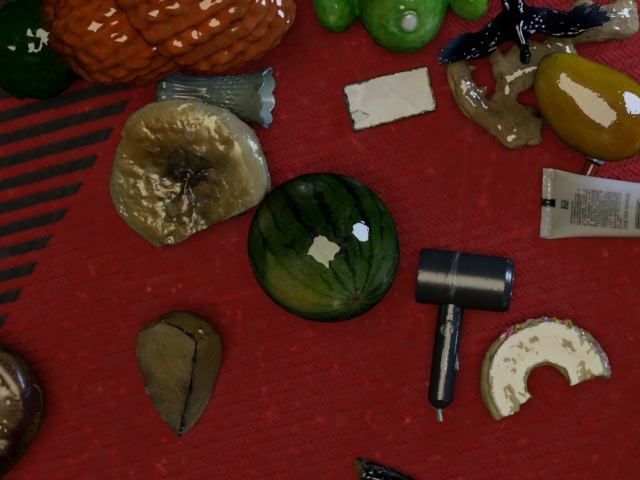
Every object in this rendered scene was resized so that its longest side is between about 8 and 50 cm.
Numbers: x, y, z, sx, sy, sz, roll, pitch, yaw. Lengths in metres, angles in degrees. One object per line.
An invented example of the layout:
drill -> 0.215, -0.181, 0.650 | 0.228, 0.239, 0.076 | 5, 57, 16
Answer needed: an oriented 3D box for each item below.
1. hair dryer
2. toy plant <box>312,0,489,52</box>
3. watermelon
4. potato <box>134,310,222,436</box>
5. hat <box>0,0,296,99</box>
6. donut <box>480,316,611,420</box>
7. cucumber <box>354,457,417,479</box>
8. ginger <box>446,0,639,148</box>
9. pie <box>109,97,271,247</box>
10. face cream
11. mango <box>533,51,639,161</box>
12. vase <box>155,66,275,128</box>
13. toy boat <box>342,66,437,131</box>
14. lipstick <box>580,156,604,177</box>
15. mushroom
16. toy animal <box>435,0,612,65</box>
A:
hair dryer -> 0.173, 0.123, 1.892 | 0.124, 0.071, 0.219 | 9, 84, 9
toy plant -> 0.118, -0.391, 1.859 | 0.224, 0.184, 0.316 | 12, 109, -2
watermelon -> 0.000, 0.000, 1.867 | 0.188, 0.188, 0.215 | -35, 54, 7
potato -> -0.179, 0.156, 1.952 | 0.100, 0.089, 0.172 | 26, 128, 24
hat -> -0.252, -0.292, 1.832 | 0.400, 0.285, 0.285 | -29, 89, 9
donut -> 0.277, 0.152, 1.897 | 0.166, 0.065, 0.108 | -21, 90, 8
cucumber -> 0.105, 0.319, 1.941 | 0.135, 0.033, 0.034 | 20, 62, 3
ginger -> 0.296, -0.212, 1.886 | 0.258, 0.065, 0.149 | -25, 102, 1
pie -> -0.178, -0.094, 1.919 | 0.218, 0.052, 0.185 | -28, 96, 24
face cream -> 0.396, -0.036, 1.865 | 0.243, 0.058, 0.092 | 6, 104, 20
mango -> 0.332, -0.161, 1.828 | 0.163, 0.089, 0.111 | 21, 98, 0
vase -> -0.138, -0.189, 1.924 | 0.148, 0.081, 0.081 | 5, 93, 10
toy boat -> 0.089, -0.184, 1.928 | 0.115, 0.016, 0.063 | -13, 91, 6
lipstick -> 0.360, -0.126, 1.894 | 0.030, 0.030, 0.129 | 26, 101, 5
mushroom -> -0.474, 0.234, 1.958 | 0.231, 0.138, 0.194 | -42, 74, -5
toy animal -> 0.243, -0.270, 1.834 | 0.220, 0.062, 0.108 | -16, 96, 9
